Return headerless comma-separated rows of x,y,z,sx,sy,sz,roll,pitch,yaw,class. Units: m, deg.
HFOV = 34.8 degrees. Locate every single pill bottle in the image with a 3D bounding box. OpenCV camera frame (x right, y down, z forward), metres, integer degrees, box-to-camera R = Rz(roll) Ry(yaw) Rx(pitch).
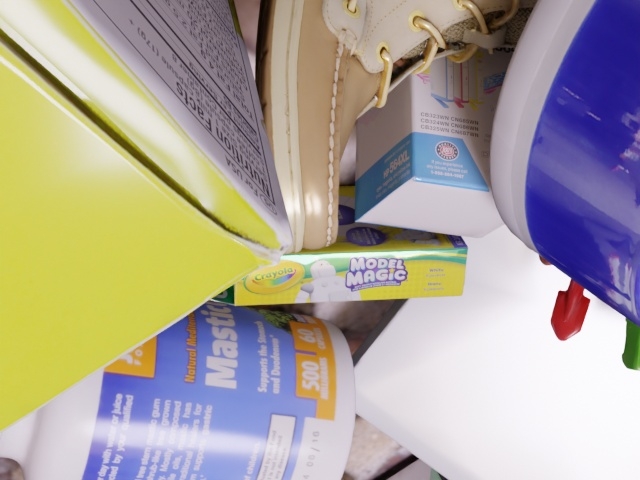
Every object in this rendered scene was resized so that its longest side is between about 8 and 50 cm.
-0.125,0.112,0.727,0.272,0.152,0.152,10,123,-20,pill bottle

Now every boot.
0.069,-0.110,0.541,0.203,0.262,0.095,7,157,-6,boot

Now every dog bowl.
0.219,-0.080,0.536,0.264,0.104,0.265,-27,140,-25,dog bowl

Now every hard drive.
0.217,0.126,0.770,0.353,0.047,0.233,36,103,-5,hard drive

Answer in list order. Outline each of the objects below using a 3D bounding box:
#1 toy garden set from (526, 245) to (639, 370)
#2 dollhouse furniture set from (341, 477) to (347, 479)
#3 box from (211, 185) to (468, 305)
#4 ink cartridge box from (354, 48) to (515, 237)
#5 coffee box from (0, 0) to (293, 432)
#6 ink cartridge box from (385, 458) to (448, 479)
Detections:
0.217,-0.035,0.694,0.203,0.049,0.244,7,87,-14,toy garden set
-0.072,0.247,0.875,0.183,0.129,0.129,35,115,-5,dollhouse furniture set
0.000,0.000,0.701,0.179,0.105,0.043,-4,119,-10,box
0.079,-0.086,0.637,0.092,0.143,0.090,6,163,-18,ink cartridge box
-0.259,-0.104,0.422,0.337,0.334,0.338,-32,126,12,coffee box
0.201,0.252,0.924,0.278,0.117,0.201,-36,126,13,ink cartridge box
